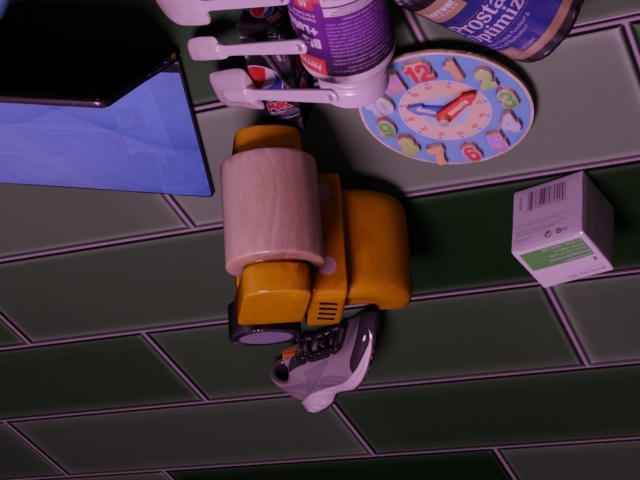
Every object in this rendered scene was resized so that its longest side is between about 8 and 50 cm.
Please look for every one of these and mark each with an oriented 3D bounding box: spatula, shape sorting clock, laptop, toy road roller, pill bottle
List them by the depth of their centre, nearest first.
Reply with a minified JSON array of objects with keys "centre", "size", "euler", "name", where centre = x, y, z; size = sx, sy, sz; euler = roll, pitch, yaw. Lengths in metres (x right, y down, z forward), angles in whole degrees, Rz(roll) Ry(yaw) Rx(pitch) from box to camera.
[{"centre":[0.142,-0.268,1.260],"size":[0.219,0.123,0.123],"euler":[19,144,-25],"name":"pill bottle"},{"centre":[0.023,-0.236,1.369],"size":[0.108,0.108,0.193],"euler":[1,143,13],"name":"pill bottle"},{"centre":[-0.078,-0.208,1.404],"size":[0.242,0.019,0.168],"euler":[8,134,50],"name":"spatula"},{"centre":[0.147,-0.152,1.507],"size":[0.206,0.040,0.206],"euler":[8,144,6],"name":"shape sorting clock"},{"centre":[-0.365,-0.116,1.542],"size":[0.381,0.408,0.236],"euler":[4,110,10],"name":"laptop"},{"centre":[0.000,0.000,1.597],"size":[0.240,0.203,0.329],"euler":[-3,162,-4],"name":"toy road roller"}]

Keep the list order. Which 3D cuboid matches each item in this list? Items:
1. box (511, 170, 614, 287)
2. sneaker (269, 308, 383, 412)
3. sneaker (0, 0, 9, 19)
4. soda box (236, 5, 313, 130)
[{"centre":[0.302,-0.013,1.599],"size":[0.101,0.102,0.087],"euler":[-19,136,33],"name":"box"},{"centre":[0.008,0.178,1.943],"size":[0.108,0.100,0.271],"euler":[28,141,-13],"name":"sneaker"},{"centre":[-0.285,-0.316,1.333],"size":[0.208,0.127,0.319],"euler":[17,144,-5],"name":"sneaker"},{"centre":[-0.049,-0.203,1.473],"size":[0.053,0.060,0.169],"euler":[6,144,16],"name":"soda box"}]
